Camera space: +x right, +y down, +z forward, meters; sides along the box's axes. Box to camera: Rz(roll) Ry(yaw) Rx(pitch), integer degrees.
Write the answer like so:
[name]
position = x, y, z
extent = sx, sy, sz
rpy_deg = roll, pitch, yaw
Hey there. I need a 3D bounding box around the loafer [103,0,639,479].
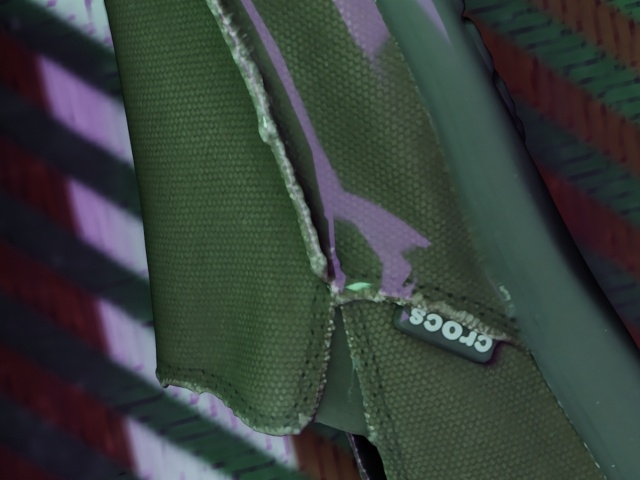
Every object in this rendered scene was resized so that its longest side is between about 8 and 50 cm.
[loafer]
position = 0.000, 0.000, 0.514
extent = 0.130, 0.134, 0.366
rpy_deg = -32, 96, -2
